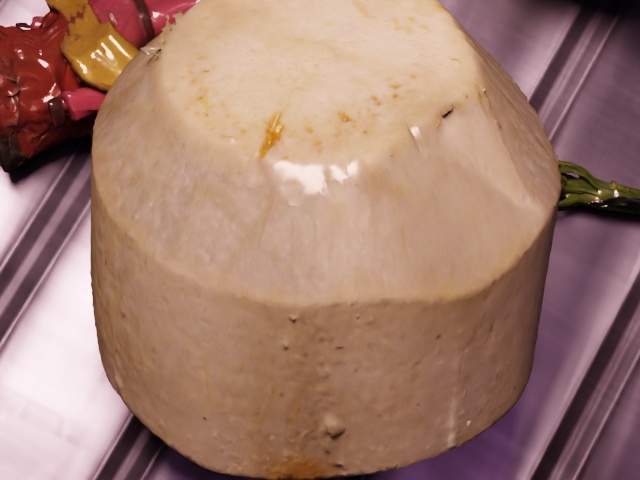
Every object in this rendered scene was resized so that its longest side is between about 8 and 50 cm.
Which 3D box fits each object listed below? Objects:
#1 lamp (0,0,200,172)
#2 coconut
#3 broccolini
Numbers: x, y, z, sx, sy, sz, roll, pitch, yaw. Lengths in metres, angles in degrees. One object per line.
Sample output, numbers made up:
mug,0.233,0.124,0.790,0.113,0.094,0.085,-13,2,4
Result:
lamp,-0.124,-0.130,1.135,0.253,0.118,0.118,-18,80,-14
coconut,0.000,0.000,1.024,0.323,0.323,0.323,1,77,-6
broccolini,0.217,-0.036,1.186,0.239,0.051,0.054,7,68,-8
